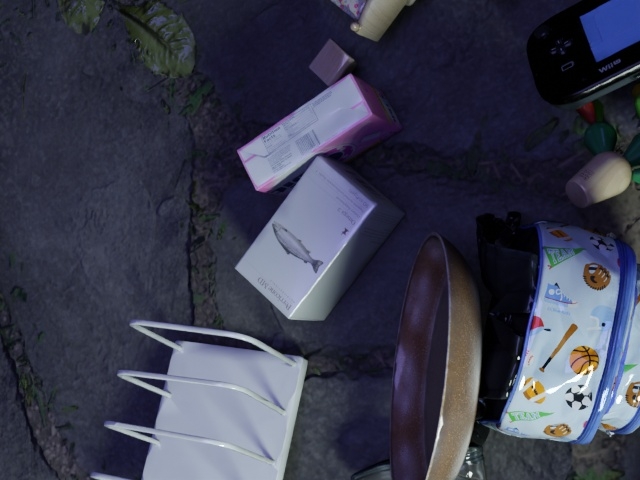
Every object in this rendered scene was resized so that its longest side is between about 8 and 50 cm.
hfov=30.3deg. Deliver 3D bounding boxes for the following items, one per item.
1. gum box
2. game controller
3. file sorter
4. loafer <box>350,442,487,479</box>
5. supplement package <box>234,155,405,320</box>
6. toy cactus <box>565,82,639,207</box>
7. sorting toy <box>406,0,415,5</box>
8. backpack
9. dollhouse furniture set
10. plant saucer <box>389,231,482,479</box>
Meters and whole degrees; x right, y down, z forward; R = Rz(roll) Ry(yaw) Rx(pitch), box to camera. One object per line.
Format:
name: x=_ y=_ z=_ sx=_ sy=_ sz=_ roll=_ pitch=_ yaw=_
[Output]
gum box: x=-0.004 y=-0.124 z=1.487 sx=0.188 sy=0.107 sz=0.062 roll=-32 pitch=73 yaw=18
game controller: x=0.382 y=-0.256 z=1.314 sx=0.319 sy=0.166 sz=0.067 roll=-27 pitch=118 yaw=20
file sorter: x=-0.160 y=0.249 z=1.454 sx=0.192 sy=0.173 sz=0.278 roll=5 pitch=72 yaw=24
loafer: x=0.118 y=0.287 z=1.420 sx=0.170 sy=0.062 sz=0.061 roll=-14 pitch=84 yaw=24
supplement package: x=0.000 y=0.000 z=1.474 sx=0.105 sy=0.105 sz=0.179 roll=41 pitch=102 yaw=21
toy cactus: x=0.350 y=-0.097 z=1.303 sx=0.180 sy=0.112 sz=0.219 roll=-31 pitch=56 yaw=-23
sorting toy: x=0.128 y=-0.420 z=1.490 sx=0.196 sy=0.047 sz=0.348 roll=-47 pitch=66 yaw=21
backpack: x=0.258 y=0.103 z=1.264 sx=0.213 sy=0.263 sz=0.277 roll=6 pitch=88 yaw=8
dollhouse furniture set: x=-0.010 y=-0.426 z=1.444 sx=0.303 sy=0.173 sz=0.356 roll=45 pitch=109 yaw=25
plant saucer: x=0.127 y=0.147 z=1.306 sx=0.050 sy=0.310 sz=0.311 roll=6 pitch=87 yaw=-6
